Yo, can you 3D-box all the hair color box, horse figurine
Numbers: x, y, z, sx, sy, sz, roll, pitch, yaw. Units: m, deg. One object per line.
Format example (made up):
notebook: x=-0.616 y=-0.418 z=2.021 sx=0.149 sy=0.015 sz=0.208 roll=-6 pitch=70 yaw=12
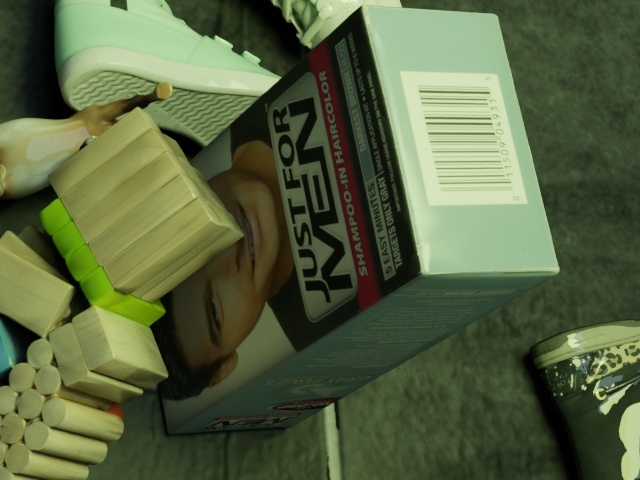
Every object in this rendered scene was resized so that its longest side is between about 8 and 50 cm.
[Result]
hair color box: x=0.000 y=0.000 z=1.284 sx=0.113 sy=0.374 sz=0.185 roll=-1 pitch=70 yaw=-30
horse figurine: x=-0.219 y=-0.060 z=1.335 sx=0.263 sy=0.174 sz=0.066 roll=-17 pitch=89 yaw=-21

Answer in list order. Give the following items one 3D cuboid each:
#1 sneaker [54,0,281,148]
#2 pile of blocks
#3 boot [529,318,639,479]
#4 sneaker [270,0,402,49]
sneaker: x=-0.102 y=-0.156 z=1.471 sx=0.256 sy=0.094 sz=0.151 roll=15 pitch=46 yaw=-36
pile of blocks: x=-0.182 y=0.086 z=1.276 sx=0.149 sy=0.112 sz=0.362 roll=30 pitch=89 yaw=25
boot: x=0.304 y=0.157 z=1.576 sx=0.236 sy=0.085 sz=0.178 roll=-5 pitch=74 yaw=-25
sneaker: x=-0.045 y=-0.223 z=1.530 sx=0.169 sy=0.108 sz=0.292 roll=-14 pitch=67 yaw=-32
